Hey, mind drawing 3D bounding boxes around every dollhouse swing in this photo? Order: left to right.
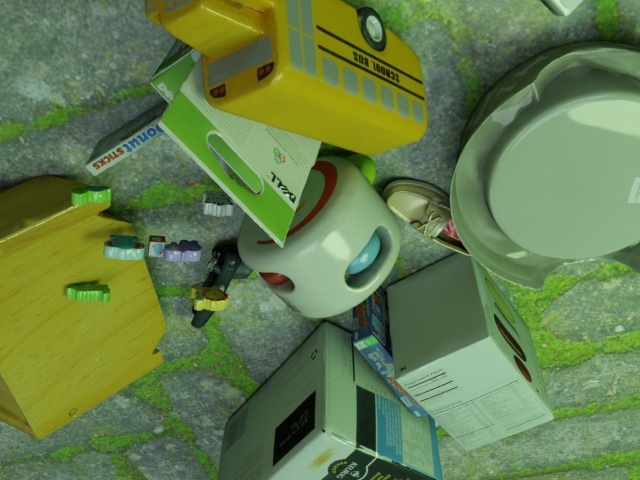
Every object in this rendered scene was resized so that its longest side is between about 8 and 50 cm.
[{"bbox_3d":[-0.470,0.066,1.089,0.315,0.305,0.347,-31,133,-27],"label":"dollhouse swing"}]

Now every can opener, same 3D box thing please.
[{"bbox_3d":[-0.159,0.074,1.083,0.073,0.059,0.186,24,125,-17],"label":"can opener"}]

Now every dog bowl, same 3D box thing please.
[{"bbox_3d":[0.337,-0.093,0.906,0.349,0.102,0.348,1,129,1],"label":"dog bowl"}]

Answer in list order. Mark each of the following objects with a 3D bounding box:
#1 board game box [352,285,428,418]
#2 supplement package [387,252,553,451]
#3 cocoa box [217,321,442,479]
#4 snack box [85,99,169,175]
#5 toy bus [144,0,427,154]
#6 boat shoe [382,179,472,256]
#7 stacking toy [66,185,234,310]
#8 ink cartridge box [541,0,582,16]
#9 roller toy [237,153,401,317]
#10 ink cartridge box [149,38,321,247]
[{"bbox_3d":[0.114,0.164,1.097,0.035,0.136,0.201,-25,123,21],"label":"board game box"},{"bbox_3d":[0.219,0.162,1.055,0.149,0.194,0.203,-29,123,22],"label":"supplement package"},{"bbox_3d":[0.005,0.355,1.192,0.228,0.231,0.347,28,124,-20],"label":"cocoa box"},{"bbox_3d":[-0.223,-0.145,0.907,0.178,0.064,0.022,-26,122,21],"label":"snack box"},{"bbox_3d":[-0.019,-0.186,0.737,0.108,0.130,0.333,-11,168,37],"label":"toy bus"},{"bbox_3d":[0.164,-0.029,0.989,0.170,0.059,0.063,24,126,-16],"label":"boat shoe"},{"bbox_3d":[-0.229,0.014,0.961,0.221,0.052,0.167,3,115,-16],"label":"stacking toy"},{"bbox_3d":[0.275,-0.356,0.750,0.145,0.045,0.179,37,103,-24],"label":"ink cartridge box"},{"bbox_3d":[0.000,0.000,0.934,0.209,0.191,0.146,-28,123,22],"label":"roller toy"},{"bbox_3d":[-0.098,-0.128,0.785,0.097,0.255,0.189,-21,126,35],"label":"ink cartridge box"}]
